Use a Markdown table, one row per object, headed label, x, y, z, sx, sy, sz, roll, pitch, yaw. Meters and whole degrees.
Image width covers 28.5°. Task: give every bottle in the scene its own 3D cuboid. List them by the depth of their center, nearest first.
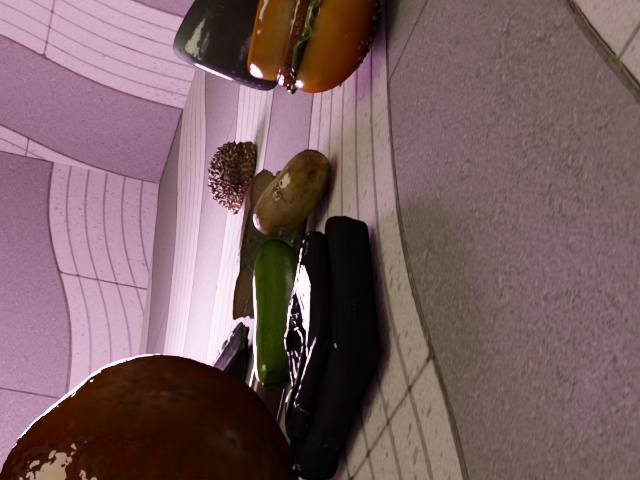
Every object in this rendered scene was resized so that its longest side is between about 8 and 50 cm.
| label | x | y | z | sx | sy | sz | roll | pitch | yaw |
| --- | --- | --- | --- | --- | --- | --- | --- | --- | --- |
| bottle | -0.085 | 0.236 | 1.905 | 0.053 | 0.053 | 0.140 | -143 | 66 | -76 |

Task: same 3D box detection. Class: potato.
| label | x | y | z | sx | sy | sz | roll | pitch | yaw |
| --- | --- | --- | --- | --- | --- | --- | --- | --- | --- |
| potato | -0.041 | -0.070 | 1.908 | 0.170 | 0.080 | 0.107 | -45 | -3 | 36 |

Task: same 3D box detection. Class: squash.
| label | x | y | z | sx | sy | sz | roll | pitch | yaw |
| --- | --- | --- | --- | --- | --- | --- | --- | --- | --- |
| squash | -0.059 | 0.107 | 1.841 | 0.292 | 0.082 | 0.082 | -94 | 20 | -49 |

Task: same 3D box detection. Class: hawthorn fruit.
| label | x | y | z | sx | sy | sz | roll | pitch | yaw |
| --- | --- | --- | --- | --- | --- | --- | --- | --- | --- |
| hawthorn fruit | -0.198 | 0.324 | 1.641 | 0.403 | 0.402 | 0.403 | -168 | 90 | -78 |

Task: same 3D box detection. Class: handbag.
| label | x | y | z | sx | sy | sz | roll | pitch | yaw |
| --- | --- | --- | --- | --- | --- | --- | --- | --- | --- |
| handbag | 0.004 | 0.129 | 1.558 | 0.275 | 0.088 | 0.244 | -97 | 19 | -52 |

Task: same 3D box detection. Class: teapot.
| label | x | y | z | sx | sy | sz | roll | pitch | yaw |
| --- | --- | --- | --- | --- | --- | --- | --- | --- | --- |
| teapot | -0.119 | -0.453 | 2.495 | 0.223 | 0.305 | 0.285 | 30 | 104 | 39 |

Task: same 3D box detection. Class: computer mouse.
| label | x | y | z | sx | sy | sz | roll | pitch | yaw |
| --- | --- | --- | --- | --- | --- | --- | --- | --- | --- |
| computer mouse | -0.172 | 0.238 | 2.269 | 0.106 | 0.062 | 0.192 | -122 | 43 | -75 |

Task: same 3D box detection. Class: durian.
| label | x | y | z | sx | sy | sz | roll | pitch | yaw |
| --- | --- | --- | --- | --- | --- | --- | --- | --- | --- |
| durian | -0.194 | -0.148 | 2.657 | 0.188 | 0.091 | 0.148 | -89 | 17 | -47 |

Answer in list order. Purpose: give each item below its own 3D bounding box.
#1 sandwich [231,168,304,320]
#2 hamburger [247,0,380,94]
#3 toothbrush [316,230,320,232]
| label | x | y | z | sx | sy | sz | roll | pitch | yaw |
| --- | --- | --- | --- | --- | --- | --- | --- | --- | --- |
| sandwich | -0.083 | 0.005 | 2.022 | 0.096 | 0.094 | 0.258 | 150 | 130 | -79 |
| hamburger | -0.002 | -0.321 | 1.786 | 0.246 | 0.170 | 0.246 | -164 | 90 | -90 |
| toothbrush | -0.002 | 0.001 | 1.709 | 0.014 | 0.017 | 0.194 | 60 | 180 | 5 |
